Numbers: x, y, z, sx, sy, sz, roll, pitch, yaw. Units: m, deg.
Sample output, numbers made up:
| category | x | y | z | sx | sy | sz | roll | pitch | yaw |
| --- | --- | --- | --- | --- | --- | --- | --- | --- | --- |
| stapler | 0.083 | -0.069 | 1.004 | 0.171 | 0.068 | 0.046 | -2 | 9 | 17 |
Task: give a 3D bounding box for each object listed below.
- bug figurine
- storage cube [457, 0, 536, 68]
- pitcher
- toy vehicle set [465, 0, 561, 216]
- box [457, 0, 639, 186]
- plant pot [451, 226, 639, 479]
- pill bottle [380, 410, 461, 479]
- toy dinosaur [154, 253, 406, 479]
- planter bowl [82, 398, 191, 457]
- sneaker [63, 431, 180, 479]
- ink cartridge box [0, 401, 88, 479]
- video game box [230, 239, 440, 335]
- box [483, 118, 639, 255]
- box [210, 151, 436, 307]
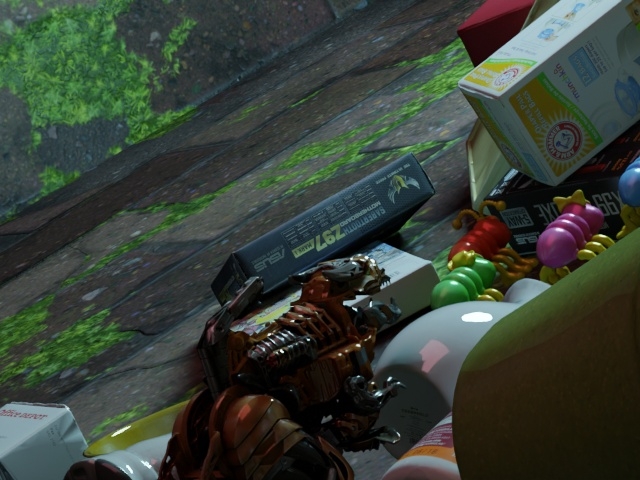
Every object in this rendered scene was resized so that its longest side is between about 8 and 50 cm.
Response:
| category | x | y | z | sx | sy | sz | roll | pitch | yaw |
| --- | --- | --- | --- | --- | --- | --- | --- | --- | --- |
| bug figurine | 0.196 | -0.002 | 1.697 | 0.279 | 0.072 | 0.216 | -25 | 11 | 35 |
| storage cube | 0.301 | -0.224 | 2.245 | 0.193 | 0.184 | 0.215 | -18 | 16 | 30 |
| pitcher | 0.152 | 0.103 | 1.468 | 0.177 | 0.125 | 0.207 | 5 | 20 | 41 |
| toy vehicle set | 0.230 | -0.172 | 2.079 | 0.166 | 0.035 | 0.267 | -87 | 20 | -60 |
| box | 0.253 | -0.162 | 1.859 | 0.203 | 0.114 | 0.103 | -38 | 22 | -8 |
| plant pot | 0.222 | 0.094 | 1.124 | 0.276 | 0.276 | 0.254 | -37 | 6 | -39 |
| pill bottle | 0.144 | 0.144 | 1.292 | 0.121 | 0.121 | 0.221 | -11 | 21 | 47 |
| toy dinosaur | -0.038 | 0.155 | 1.326 | 0.322 | 0.218 | 0.164 | -41 | 24 | -15 |
| planter bowl | -0.079 | 0.180 | 1.591 | 0.217 | 0.090 | 0.217 | -20 | 3 | 1 |
| sneaker | -0.139 | 0.221 | 1.464 | 0.129 | 0.111 | 0.297 | -24 | -10 | -29 |
| ink cartridge box | -0.331 | 0.240 | 1.866 | 0.190 | 0.082 | 0.139 | -33 | 16 | -32 |
| video game box | 0.005 | 0.074 | 1.958 | 0.205 | 0.048 | 0.187 | -28 | 15 | -10 |
| box | 0.339 | -0.118 | 1.911 | 0.242 | 0.076 | 0.307 | -9 | 31 | 48 |
| box | 0.000 | 0.000 | 2.106 | 0.232 | 0.059 | 0.183 | -30 | -6 | -16 |
